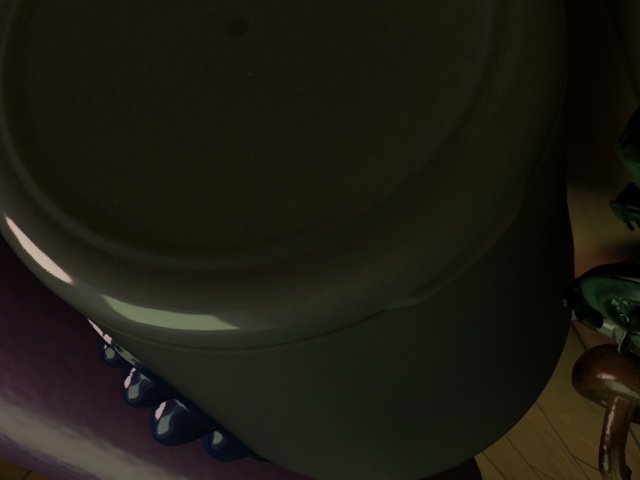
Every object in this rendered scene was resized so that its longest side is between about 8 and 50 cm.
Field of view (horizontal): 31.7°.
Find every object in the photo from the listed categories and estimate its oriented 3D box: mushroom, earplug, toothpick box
[{"bbox_3d":[0.239,0.133,0.887,0.088,0.073,0.129,13,124,29],"label":"mushroom"},{"bbox_3d":[-0.083,0.154,0.930,0.456,0.215,0.215,25,167,9],"label":"earplug"},{"bbox_3d":[0.000,0.000,0.569,0.263,0.263,0.354,31,167,25],"label":"toothpick box"}]

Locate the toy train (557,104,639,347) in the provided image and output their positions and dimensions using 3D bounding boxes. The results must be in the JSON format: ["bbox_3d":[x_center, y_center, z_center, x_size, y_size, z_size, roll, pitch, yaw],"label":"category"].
[{"bbox_3d":[0.236,0.046,0.458,0.202,0.120,0.301,16,158,50],"label":"toy train"}]

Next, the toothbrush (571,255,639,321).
[{"bbox_3d":[0.159,0.048,0.802,0.035,0.042,0.413,43,160,-5],"label":"toothbrush"}]

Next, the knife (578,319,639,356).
[{"bbox_3d":[0.226,0.070,0.808,0.343,0.027,0.061,30,163,27],"label":"knife"}]
